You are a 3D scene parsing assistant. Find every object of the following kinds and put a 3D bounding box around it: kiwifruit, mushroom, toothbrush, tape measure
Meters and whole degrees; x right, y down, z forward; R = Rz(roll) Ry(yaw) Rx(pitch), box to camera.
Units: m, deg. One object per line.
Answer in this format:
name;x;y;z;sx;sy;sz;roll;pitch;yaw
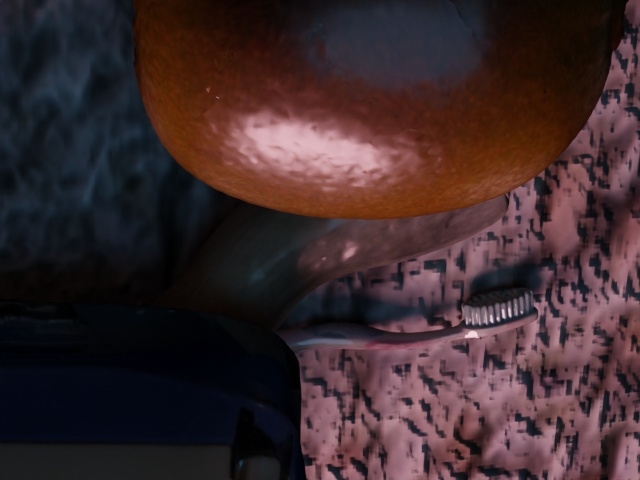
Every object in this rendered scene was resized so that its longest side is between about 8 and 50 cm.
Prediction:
kiwifruit;0.027;-0.108;0.891;0.234;0.196;0.196;-3;121;4
mushroom;-0.003;-0.001;1.014;0.223;0.081;0.092;-35;145;4
toothbrush;-0.004;0.059;1.084;0.269;0.021;0.027;-9;108;-10
tape measure;-0.137;0.169;1.002;0.259;0.138;0.262;1;133;5
